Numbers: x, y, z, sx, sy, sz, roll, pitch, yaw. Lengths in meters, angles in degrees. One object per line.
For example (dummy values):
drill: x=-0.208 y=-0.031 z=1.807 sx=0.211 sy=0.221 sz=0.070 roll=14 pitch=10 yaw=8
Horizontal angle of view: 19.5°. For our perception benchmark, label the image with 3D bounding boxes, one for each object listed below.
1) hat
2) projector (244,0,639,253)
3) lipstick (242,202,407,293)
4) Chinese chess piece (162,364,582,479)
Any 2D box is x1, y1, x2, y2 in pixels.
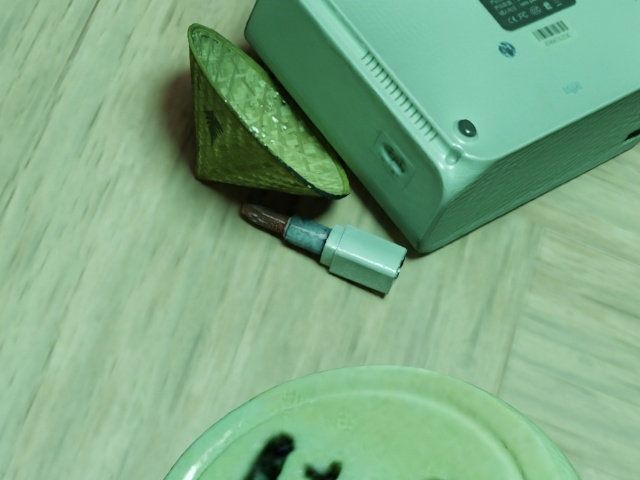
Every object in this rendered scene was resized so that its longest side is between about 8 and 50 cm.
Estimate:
hat: x=-0.055 y=-0.061 z=1.177 sx=0.146 sy=0.067 sz=0.146 roll=44 pitch=15 yaw=-15
projector: x=0.106 y=-0.132 z=1.245 sx=0.250 sy=0.108 sz=0.198 roll=-26 pitch=68 yaw=-32
lipstick: x=0.000 y=0.000 z=1.172 sx=0.107 sy=0.025 sz=0.025 roll=22 pitch=52 yaw=4
Chinese chess piece: x=0.023 y=0.180 z=0.946 sx=0.250 sy=0.101 sz=0.250 roll=-9 pitch=49 yaw=11
